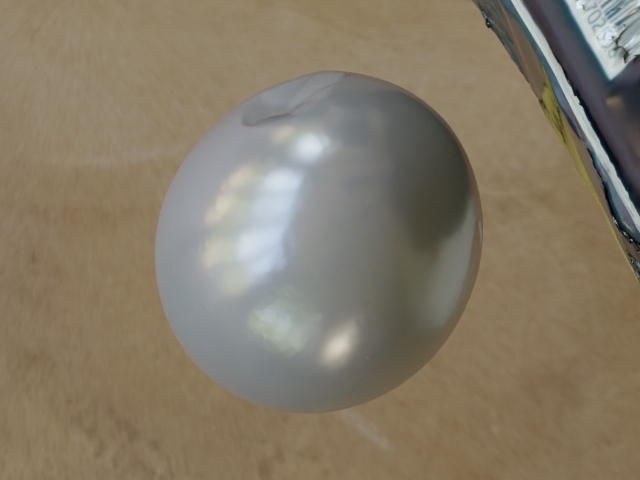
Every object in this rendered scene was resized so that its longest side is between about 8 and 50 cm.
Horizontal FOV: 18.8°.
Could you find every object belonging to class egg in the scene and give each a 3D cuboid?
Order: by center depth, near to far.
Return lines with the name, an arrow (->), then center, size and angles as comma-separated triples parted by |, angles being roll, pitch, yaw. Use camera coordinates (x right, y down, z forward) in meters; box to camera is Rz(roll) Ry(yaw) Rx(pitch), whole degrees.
egg -> 0.000, 0.000, 1.056 | 0.176, 0.232, 0.176 | 5, 65, -11

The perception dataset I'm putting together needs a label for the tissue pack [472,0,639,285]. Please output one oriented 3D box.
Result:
tissue pack -> 0.230, -0.120, 0.970 | 0.264, 0.416, 0.253 | -27, 139, 5
